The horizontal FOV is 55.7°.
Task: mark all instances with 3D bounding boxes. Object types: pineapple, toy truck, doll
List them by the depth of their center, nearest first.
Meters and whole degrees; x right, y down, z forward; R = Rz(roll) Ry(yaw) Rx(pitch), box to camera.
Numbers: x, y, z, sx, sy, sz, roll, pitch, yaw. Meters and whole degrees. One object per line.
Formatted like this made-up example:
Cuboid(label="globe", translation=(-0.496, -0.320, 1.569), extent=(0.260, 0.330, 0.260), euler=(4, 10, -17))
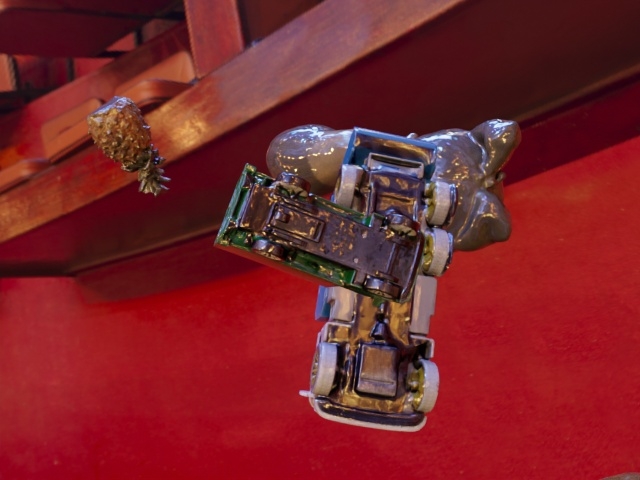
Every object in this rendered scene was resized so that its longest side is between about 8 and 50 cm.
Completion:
Cuboid(label="toy truck", translation=(0.000, 0.000, 0.457), extent=(0.079, 0.147, 0.065), euler=(151, 138, -76))
Cuboid(label="toy truck", translation=(0.070, 0.041, 0.749), extent=(0.146, 0.175, 0.367), euler=(11, 72, -5))
Cuboid(label="doll", translation=(0.134, -0.082, 1.039), extent=(0.382, 0.378, 0.252), euler=(-6, 89, 50))
Cuboid(label="pineapple", translation=(-0.348, -0.165, 1.126), extent=(0.108, 0.108, 0.197), euler=(-8, 121, 35))

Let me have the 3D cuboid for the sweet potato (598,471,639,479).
Cuboid(label="sweet potato", translation=(0.359, 0.362, 0.778), extent=(0.097, 0.097, 0.292), euler=(42, 127, 29))
